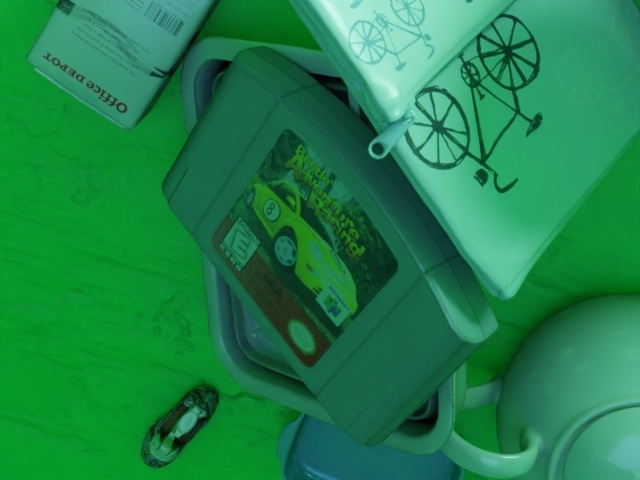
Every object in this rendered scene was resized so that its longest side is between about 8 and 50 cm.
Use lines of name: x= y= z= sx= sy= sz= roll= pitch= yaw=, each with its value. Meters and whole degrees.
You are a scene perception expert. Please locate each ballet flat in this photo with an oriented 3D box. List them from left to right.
ballet flat: x=-0.142 y=0.187 z=1.216 sx=0.041 sy=0.041 sz=0.114 roll=37 pitch=111 yaw=-7

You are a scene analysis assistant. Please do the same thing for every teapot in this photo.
teapot: x=0.266 y=0.178 z=1.081 sx=0.256 sy=0.187 sz=0.252 roll=-32 pitch=103 yaw=18

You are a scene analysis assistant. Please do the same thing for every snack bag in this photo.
snack bag: x=0.126 y=-0.168 z=0.918 sx=0.037 sy=0.323 sz=0.342 roll=-17 pitch=112 yaw=51

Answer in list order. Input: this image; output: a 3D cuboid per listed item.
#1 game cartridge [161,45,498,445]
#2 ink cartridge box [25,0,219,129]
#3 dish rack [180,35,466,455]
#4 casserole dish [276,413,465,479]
game cartridge: x=0.000 y=0.000 z=0.981 sx=0.294 sy=0.060 sz=0.196 roll=51 pitch=132 yaw=15
ink cartridge box: x=-0.163 y=-0.187 z=1.061 sx=0.109 sy=0.063 sz=0.150 roll=34 pitch=112 yaw=-6
dish rack: x=0.012 y=-0.005 z=1.053 sx=0.286 sy=0.072 sz=0.332 roll=14 pitch=117 yaw=39
casserole dish: x=0.051 y=0.214 z=1.203 sx=0.188 sy=0.037 sz=0.114 roll=20 pitch=112 yaw=0
